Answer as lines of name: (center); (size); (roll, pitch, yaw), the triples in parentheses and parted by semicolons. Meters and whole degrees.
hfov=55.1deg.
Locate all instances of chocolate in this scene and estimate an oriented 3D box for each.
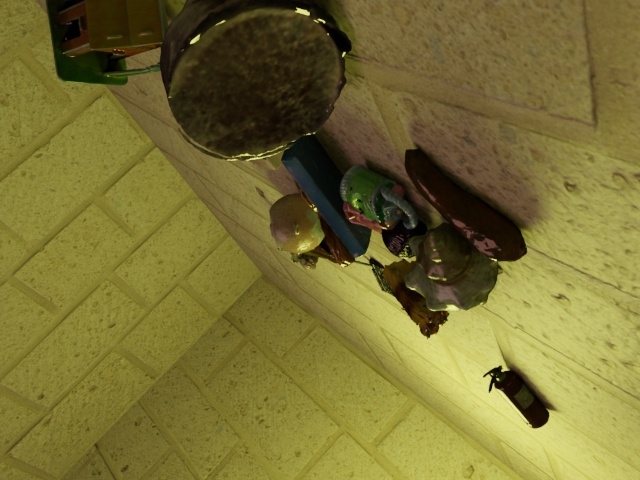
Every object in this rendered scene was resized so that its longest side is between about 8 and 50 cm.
chocolate: (-0.127, -0.308, 1.012); (0.213, 0.303, 0.303); (63, 180, 35)

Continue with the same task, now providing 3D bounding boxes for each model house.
model house: (-0.437, -0.553, 1.502); (0.324, 0.340, 0.300); (1, 98, 39)

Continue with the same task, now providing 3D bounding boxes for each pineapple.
pineapple: (0.258, 0.124, 1.480); (0.233, 0.135, 0.079); (-120, 28, -42)

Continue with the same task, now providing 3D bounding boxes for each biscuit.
biscuit: (0.000, 0.000, 2.103); (0.180, 0.039, 0.236); (30, 162, 36)
biscuit: (0.011, -0.087, 1.501); (0.277, 0.052, 0.262); (56, -166, -33)

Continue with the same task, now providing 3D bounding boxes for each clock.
clock: (0.140, -0.057, 1.315); (0.195, 0.100, 0.194); (37, 165, 24)

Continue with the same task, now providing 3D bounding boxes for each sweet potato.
sweet potato: (0.241, -0.059, 1.063); (0.273, 0.075, 0.075); (45, 169, 18)

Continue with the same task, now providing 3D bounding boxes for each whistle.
whistle: (-0.066, -0.065, 1.892); (0.189, 0.189, 0.348); (46, -175, -11)

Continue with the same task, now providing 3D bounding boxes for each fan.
fan: (0.018, 0.048, 1.986); (0.335, 0.011, 0.229); (12, 174, 27)

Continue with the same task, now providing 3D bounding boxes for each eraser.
eraser: (0.025, -0.111, 1.427); (0.043, 0.144, 0.312); (-23, 121, 28)

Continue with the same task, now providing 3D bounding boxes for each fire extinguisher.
fire extinguisher: (0.528, 0.426, 1.676); (0.231, 0.099, 0.071); (46, 147, -14)

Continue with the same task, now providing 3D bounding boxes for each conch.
conch: (0.251, 0.064, 1.213); (0.203, 0.170, 0.386); (60, 175, 29)

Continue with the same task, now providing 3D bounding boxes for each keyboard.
keyboard: (0.195, 0.120, 1.926); (0.060, 0.018, 0.195); (32, 164, 34)

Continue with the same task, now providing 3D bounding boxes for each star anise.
star anise: (-0.096, 0.019, 2.352); (0.236, 0.093, 0.229); (49, 167, -30)

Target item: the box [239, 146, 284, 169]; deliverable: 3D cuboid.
box: (-0.238, -0.314, 1.757); (0.200, 0.065, 0.343); (51, 166, -32)
